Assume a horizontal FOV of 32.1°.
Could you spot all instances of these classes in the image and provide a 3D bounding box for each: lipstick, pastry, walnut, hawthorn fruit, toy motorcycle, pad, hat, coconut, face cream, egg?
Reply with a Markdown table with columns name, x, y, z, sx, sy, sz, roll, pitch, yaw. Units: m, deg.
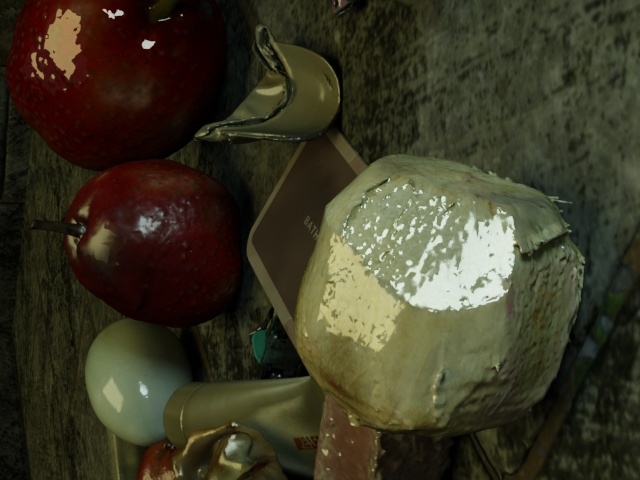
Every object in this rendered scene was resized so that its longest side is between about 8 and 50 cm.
| name | x | y | z | sx | sy | sz | roll | pitch | yaw |
| --- | --- | --- | --- | --- | --- | --- | --- | --- | --- |
| lipstick | -0.297 | 0.411 | 1.783 | 0.079 | 0.077 | 0.253 | 121 | 144 | -53 |
| pastry | 0.041 | 0.214 | 0.911 | 0.103 | 0.112 | 0.265 | 39 | 119 | 53 |
| walnut | -0.086 | 0.278 | 0.990 | 0.204 | 0.141 | 0.238 | -41 | 17 | 50 |
| hawthorn fruit | -0.229 | -0.009 | 1.386 | 0.210 | 0.266 | 0.230 | -66 | 31 | 13 |
| hawthorn fruit | -0.163 | 0.312 | 1.382 | 0.133 | 0.132 | 0.138 | -168 | 65 | -68 |
| toy motorcycle | -0.034 | 0.090 | 1.162 | 0.100 | 0.058 | 0.173 | -102 | 25 | -45 |
| pad | 0.000 | 0.000 | 1.067 | 0.176 | 0.002 | 0.266 | -59 | 32 | 17 |
| hat | -0.041 | -0.134 | 1.163 | 0.175 | 0.085 | 0.147 | 25 | 79 | 43 |
| coconut | 0.072 | 0.046 | 0.741 | 0.194 | 0.194 | 0.195 | 180 | 90 | -68 |
| face cream | -0.054 | 0.186 | 1.111 | 0.341 | 0.084 | 0.137 | -9 | 112 | 58 |
| egg | -0.256 | 0.202 | 1.585 | 0.209 | 0.151 | 0.151 | -115 | 33 | -44 |
| hawthorn fruit | -0.243 | -0.250 | 1.425 | 0.369 | 0.284 | 0.285 | -36 | 56 | 55 |

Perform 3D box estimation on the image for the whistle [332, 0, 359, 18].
| name | x | y | z | sx | sy | sz | roll | pitch | yaw |
| --- | --- | --- | --- | --- | --- | --- | --- | --- | --- |
| whistle | 0.016 | -0.301 | 1.073 | 0.033 | 0.033 | 0.177 | 148 | 119 | -65 |

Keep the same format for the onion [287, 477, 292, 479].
| name | x | y | z | sx | sy | sz | roll | pitch | yaw |
| --- | --- | --- | --- | --- | --- | --- | --- | --- | --- |
| onion | -0.092 | 0.337 | 1.219 | 0.227 | 0.120 | 0.284 | 123 | 142 | -46 |
